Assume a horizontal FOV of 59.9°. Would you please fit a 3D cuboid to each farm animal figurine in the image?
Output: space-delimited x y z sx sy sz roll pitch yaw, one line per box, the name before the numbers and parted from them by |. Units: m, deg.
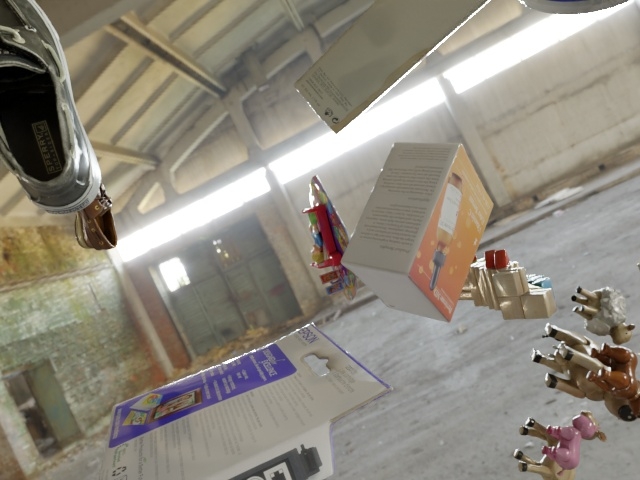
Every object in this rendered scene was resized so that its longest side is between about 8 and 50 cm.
farm animal figurine | 0.521 0.298 1.075 0.326 0.172 0.330 -72 4 -55

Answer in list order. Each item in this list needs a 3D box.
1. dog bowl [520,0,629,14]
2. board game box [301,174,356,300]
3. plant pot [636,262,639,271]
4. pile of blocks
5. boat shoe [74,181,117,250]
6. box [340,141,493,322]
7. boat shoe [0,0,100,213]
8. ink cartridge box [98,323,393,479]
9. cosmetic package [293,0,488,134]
dog bowl | 0.494 -0.542 1.030 0.265 0.264 0.104 -26 -41 2
board game box | 0.000 0.000 0.716 0.033 0.168 0.133 -17 -40 -12
plant pot | 0.595 0.073 0.881 0.109 0.096 0.109 -15 2 0
pile of blocks | 0.362 0.064 1.094 0.149 0.112 0.362 -15 4 -6
boat shoe | -0.361 -0.063 0.885 0.060 0.177 0.064 10 32 17
box | 0.121 -0.011 0.659 0.091 0.130 0.170 9 67 39
boat shoe | -0.230 -0.127 0.420 0.078 0.219 0.070 -26 -8 -14
ink cartridge box | -0.067 0.144 0.446 0.208 0.045 0.206 -22 10 -13
cosmetic package | 0.118 -0.321 0.882 0.309 0.113 0.160 -36 8 32
